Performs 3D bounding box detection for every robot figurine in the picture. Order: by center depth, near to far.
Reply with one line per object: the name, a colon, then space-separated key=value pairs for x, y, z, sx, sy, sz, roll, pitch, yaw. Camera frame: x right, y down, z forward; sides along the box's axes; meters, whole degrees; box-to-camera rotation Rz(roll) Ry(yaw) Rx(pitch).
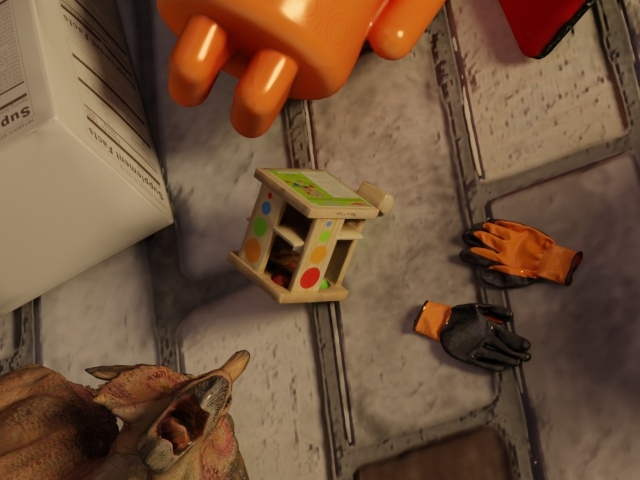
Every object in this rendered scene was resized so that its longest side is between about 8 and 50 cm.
robot figurine: x=-0.013 y=-0.171 z=1.033 sx=0.158 sy=0.128 sz=0.219 roll=15 pitch=73 yaw=37

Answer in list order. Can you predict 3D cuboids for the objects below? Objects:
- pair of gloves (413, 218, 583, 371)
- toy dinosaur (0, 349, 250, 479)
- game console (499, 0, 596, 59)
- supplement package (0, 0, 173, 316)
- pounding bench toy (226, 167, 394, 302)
pair of gloves: x=0.094 y=0.028 z=0.934 sx=0.074 sy=0.010 sz=0.083 roll=21 pitch=76 yaw=36
toy dinosaur: x=-0.148 y=0.117 z=0.959 sx=0.200 sy=0.127 sz=0.295 roll=-50 pitch=39 yaw=-13
game console: x=0.162 y=-0.186 z=1.013 sx=0.124 sy=0.085 sz=0.144 roll=-50 pitch=43 yaw=37
supplement package: x=-0.203 y=-0.101 z=1.095 sx=0.139 sy=0.134 sz=0.244 roll=-27 pitch=54 yaw=14
pounding bench toy: x=0.000 y=0.000 z=0.980 sx=0.052 sy=0.083 sz=0.065 roll=37 pitch=117 yaw=40
